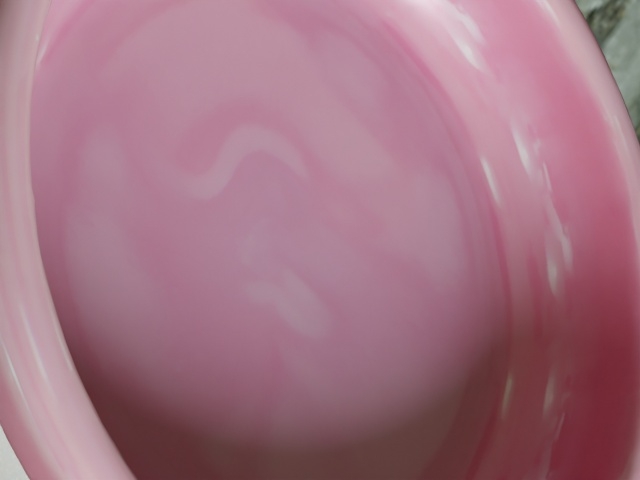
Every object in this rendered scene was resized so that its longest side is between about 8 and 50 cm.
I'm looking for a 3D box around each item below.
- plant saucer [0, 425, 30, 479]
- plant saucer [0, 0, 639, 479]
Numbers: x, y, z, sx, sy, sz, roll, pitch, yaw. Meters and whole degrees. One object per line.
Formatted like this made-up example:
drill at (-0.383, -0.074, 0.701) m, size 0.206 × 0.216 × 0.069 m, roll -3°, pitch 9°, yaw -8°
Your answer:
plant saucer at (-0.095, 0.129, 0.663) m, size 0.310 × 0.050 × 0.311 m, roll -8°, pitch 117°, yaw -17°
plant saucer at (0.000, 0.000, 0.592) m, size 0.332 × 0.084 × 0.332 m, roll 15°, pitch 67°, yaw -39°
